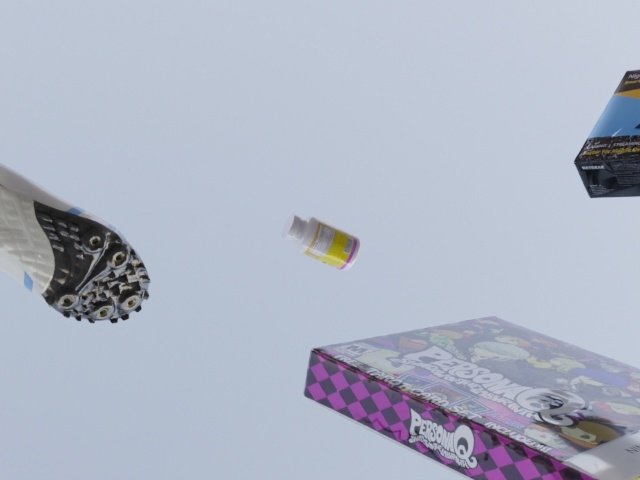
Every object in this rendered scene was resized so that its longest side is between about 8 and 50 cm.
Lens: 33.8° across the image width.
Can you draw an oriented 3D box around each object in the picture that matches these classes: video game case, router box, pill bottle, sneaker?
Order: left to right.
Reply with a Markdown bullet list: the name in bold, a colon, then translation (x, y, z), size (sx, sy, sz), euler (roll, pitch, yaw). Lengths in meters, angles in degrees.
- **sneaker**: translation (-0.231, -0.012, 0.801), size (0.237, 0.085, 0.086), euler (32, -170, -31)
- **pill bottle**: translation (0.000, 0.000, 1.175), size (0.083, 0.043, 0.043), euler (24, -123, -17)
- **video game case**: translation (0.142, 0.110, 0.694), size (0.210, 0.232, 0.042), euler (-4, -73, -44)
- **router box**: translation (0.316, -0.094, 0.862), size (0.133, 0.179, 0.046), euler (-54, -54, -33)
